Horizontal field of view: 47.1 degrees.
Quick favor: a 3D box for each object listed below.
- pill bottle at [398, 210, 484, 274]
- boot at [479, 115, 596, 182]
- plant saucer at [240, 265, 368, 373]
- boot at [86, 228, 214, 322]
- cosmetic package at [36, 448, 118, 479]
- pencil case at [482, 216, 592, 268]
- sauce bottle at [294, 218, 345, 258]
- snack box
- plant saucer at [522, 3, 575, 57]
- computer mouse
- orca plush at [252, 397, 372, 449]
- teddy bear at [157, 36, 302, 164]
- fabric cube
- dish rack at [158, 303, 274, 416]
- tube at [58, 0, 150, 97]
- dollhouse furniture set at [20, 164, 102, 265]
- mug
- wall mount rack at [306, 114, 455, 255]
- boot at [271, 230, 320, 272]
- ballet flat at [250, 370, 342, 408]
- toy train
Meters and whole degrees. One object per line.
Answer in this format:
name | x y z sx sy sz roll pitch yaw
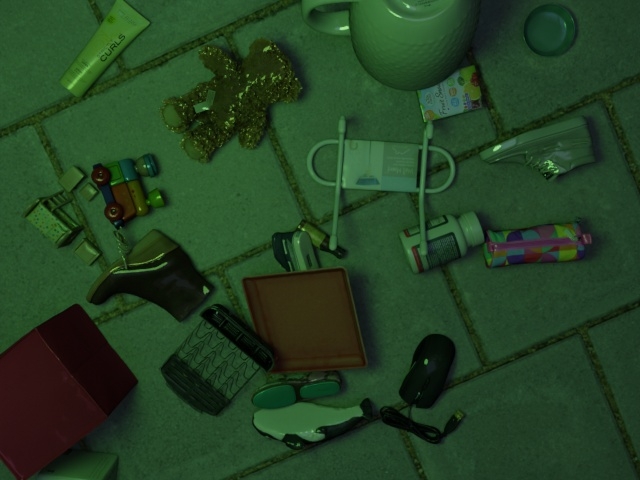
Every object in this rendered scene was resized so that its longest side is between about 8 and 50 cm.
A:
pill bottle | 0.281 0.000 1.700 0.180 0.108 0.108 -20 96 3
boot | 0.503 -0.190 1.680 0.258 0.095 0.124 -18 89 2
plant saucer | -0.032 0.181 1.710 0.258 0.048 0.259 -7 110 18
boot | -0.403 0.120 1.730 0.248 0.090 0.207 -42 92 1
cosmetic package | -0.586 0.621 1.761 0.151 0.151 0.184 7 98 0
pencil case | 0.496 0.009 1.705 0.236 0.104 0.105 -7 97 2
sauce bottle | 0.000 0.000 1.736 0.128 0.042 0.042 35 96 -1
snack box | 0.296 -0.337 1.695 0.141 0.037 0.100 -14 95 4
plant saucer | 0.521 -0.480 1.685 0.119 0.021 0.120 0 97 0
computer mouse | 0.277 0.369 1.768 0.184 0.060 0.262 29 96 -2
orca plush | -0.016 0.440 1.785 0.287 0.102 0.151 -17 51 -7
teddy bear | -0.208 -0.321 1.682 0.245 0.113 0.338 41 103 3
fabric cube | -0.619 0.335 1.675 0.254 0.258 0.259 -36 95 5
dish rack | -0.254 0.296 1.741 0.208 0.074 0.271 41 108 -3
tube | -0.503 -0.438 1.685 0.240 0.062 0.070 -50 134 1
dollhouse furniture set | -0.562 -0.055 1.706 0.182 0.101 0.161 43 95 -4
mug | 0.146 -0.481 1.520 0.373 0.328 0.277 0 89 4
wall mount rack | 0.137 -0.124 1.667 0.349 0.130 0.304 3 90 2
boot | -0.055 0.064 1.742 0.086 0.069 0.190 1 113 33
ballet flat | -0.060 0.348 1.760 0.221 0.079 0.077 -10 121 -7
toy train | -0.423 -0.073 1.697 0.143 0.105 0.248 -20 86 -10
